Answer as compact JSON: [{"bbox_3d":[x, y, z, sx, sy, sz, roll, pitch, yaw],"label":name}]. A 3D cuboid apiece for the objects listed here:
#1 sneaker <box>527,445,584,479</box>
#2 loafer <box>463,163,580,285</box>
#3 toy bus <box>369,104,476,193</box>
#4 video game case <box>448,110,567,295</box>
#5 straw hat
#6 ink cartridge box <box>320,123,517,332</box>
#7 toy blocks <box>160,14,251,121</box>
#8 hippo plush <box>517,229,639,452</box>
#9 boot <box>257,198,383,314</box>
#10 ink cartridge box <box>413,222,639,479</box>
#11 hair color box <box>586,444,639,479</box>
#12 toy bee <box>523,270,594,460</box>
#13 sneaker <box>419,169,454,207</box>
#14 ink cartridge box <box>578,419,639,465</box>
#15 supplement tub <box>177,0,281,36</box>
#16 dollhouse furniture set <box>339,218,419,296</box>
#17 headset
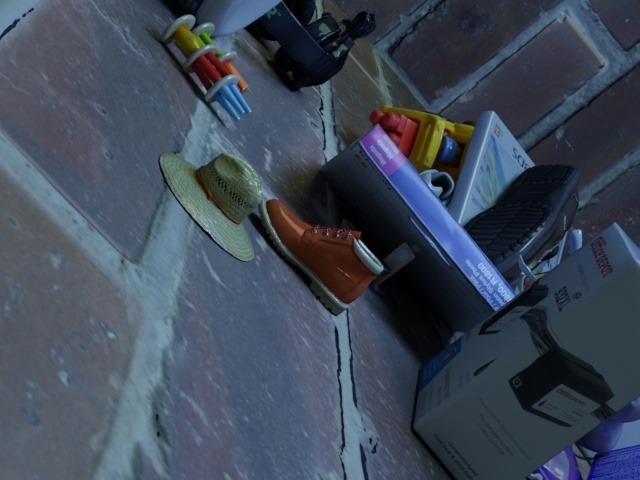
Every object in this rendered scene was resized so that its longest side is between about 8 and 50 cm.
[{"bbox_3d":[0.304,0.259,1.650,0.236,0.104,0.095,53,12,3],"label":"sneaker"},{"bbox_3d":[0.336,-0.002,1.964,0.366,0.134,0.130,-39,124,-47],"label":"loafer"},{"bbox_3d":[0.185,-0.165,2.143,0.220,0.149,0.211,15,-7,38],"label":"toy bus"},{"bbox_3d":[0.314,-0.002,2.072,0.300,0.036,0.329,45,53,-36],"label":"video game case"},{"bbox_3d":[-0.095,-0.053,1.271,0.144,0.061,0.144,47,15,-17],"label":"straw hat"},{"bbox_3d":[0.146,-0.010,1.687,0.324,0.071,0.330,51,-9,-4],"label":"ink cartridge box"},{"bbox_3d":[-0.131,-0.215,1.591,0.148,0.054,0.123,53,14,9],"label":"toy blocks"},{"bbox_3d":[0.408,0.135,1.744,0.236,0.234,0.294,-15,81,-38],"label":"hippo plush"},{"bbox_3d":[0.000,0.000,1.391,0.158,0.084,0.059,47,16,-9],"label":"boot"},{"bbox_3d":[0.267,0.136,1.414,0.129,0.307,0.223,50,13,-4],"label":"ink cartridge box"},{"bbox_3d":[0.405,0.377,1.540,0.339,0.110,0.185,-8,83,-72],"label":"hair color box"},{"bbox_3d":[0.376,0.194,1.859,0.298,0.195,0.162,55,18,5],"label":"toy bee"},{"bbox_3d":[0.179,-0.064,2.048,0.099,0.121,0.262,52,13,4],"label":"sneaker"},{"bbox_3d":[0.537,0.303,2.057,0.283,0.207,0.117,57,14,24],"label":"ink cartridge box"},{"bbox_3d":[-0.170,-0.487,1.786,0.325,0.235,0.235,51,14,1],"label":"supplement tub"},{"bbox_3d":[0.071,-0.001,1.619,0.114,0.081,0.091,58,15,27],"label":"dollhouse furniture set"},{"bbox_3d":[-0.022,-0.381,2.090,0.243,0.185,0.394,56,9,18],"label":"headset"}]
